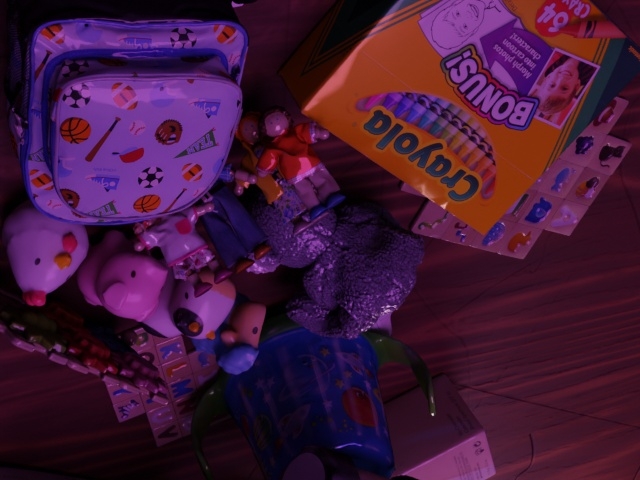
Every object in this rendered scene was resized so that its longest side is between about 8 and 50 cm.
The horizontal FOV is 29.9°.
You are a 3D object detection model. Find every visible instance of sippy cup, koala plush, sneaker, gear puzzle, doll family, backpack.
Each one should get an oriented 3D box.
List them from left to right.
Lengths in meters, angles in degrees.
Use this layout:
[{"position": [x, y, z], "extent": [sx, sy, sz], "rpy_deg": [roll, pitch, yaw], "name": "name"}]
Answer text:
[{"position": [-0.327, 0.092, 1.416], "extent": [0.339, 0.175, 0.044], "rpy_deg": [31, 93, -42], "name": "gear puzzle"}, {"position": [-0.205, -0.137, 1.258], "extent": [0.276, 0.213, 0.263], "rpy_deg": [0, 138, -19], "name": "backpack"}, {"position": [-0.099, -0.058, 1.421], "extent": [0.263, 0.163, 0.118], "rpy_deg": [-33, 176, 4], "name": "doll family"}, {"position": [-0.006, 0.251, 1.648], "extent": [0.305, 0.224, 0.240], "rpy_deg": [-42, 130, 19], "name": "sippy cup"}, {"position": [0.000, 0.000, 1.519], "extent": [0.221, 0.203, 0.196], "rpy_deg": [37, 82, -17], "name": "koala plush"}, {"position": [0.074, 0.094, 1.715], "extent": [0.061, 0.054, 0.152], "rpy_deg": [-10, 131, -18], "name": "sneaker"}]

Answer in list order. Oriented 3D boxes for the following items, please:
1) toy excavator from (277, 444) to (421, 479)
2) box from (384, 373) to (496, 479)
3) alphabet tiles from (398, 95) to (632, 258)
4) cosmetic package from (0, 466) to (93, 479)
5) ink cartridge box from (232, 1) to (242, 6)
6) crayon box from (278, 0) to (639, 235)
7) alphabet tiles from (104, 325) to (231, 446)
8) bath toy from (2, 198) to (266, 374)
[{"position": [-0.005, 0.540, 1.447], "extent": [0.222, 0.445, 0.433], "rpy_deg": [27, 121, -37], "name": "toy excavator"}, {"position": [0.101, 0.357, 1.883], "extent": [0.311, 0.148, 0.121], "rpy_deg": [-27, 133, -8], "name": "box"}, {"position": [0.281, -0.107, 1.694], "extent": [0.342, 0.011, 0.285], "rpy_deg": [13, 118, -35], "name": "alphabet tiles"}, {"position": [-0.347, 0.574, 1.635], "extent": [0.327, 0.329, 0.394], "rpy_deg": [19, 104, -41], "name": "cosmetic package"}, {"position": [-0.128, -0.279, 1.317], "extent": [0.083, 0.028, 0.048], "rpy_deg": [-12, 132, -19], "name": "ink cartridge box"}, {"position": [0.183, -0.213, 1.477], "extent": [0.363, 0.106, 0.313], "rpy_deg": [30, 107, -38], "name": "crayon box"}, {"position": [-0.198, 0.192, 1.678], "extent": [0.198, 0.009, 0.237], "rpy_deg": [-21, 133, -13], "name": "alphabet tiles"}, {"position": [-0.226, 0.060, 1.447], "extent": [0.151, 0.129, 0.348], "rpy_deg": [-29, 139, 35], "name": "bath toy"}]
